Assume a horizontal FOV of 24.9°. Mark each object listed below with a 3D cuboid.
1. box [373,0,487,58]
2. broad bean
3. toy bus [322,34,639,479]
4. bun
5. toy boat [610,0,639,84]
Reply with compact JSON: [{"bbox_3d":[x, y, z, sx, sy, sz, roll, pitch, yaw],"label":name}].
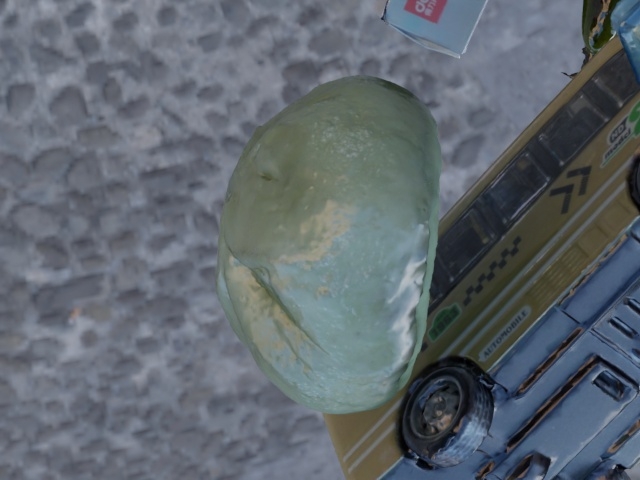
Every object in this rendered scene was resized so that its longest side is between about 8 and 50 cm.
[{"bbox_3d":[0.130,-0.287,1.189,0.079,0.135,0.269,23,102,-6],"label":"box"},{"bbox_3d":[0.190,-0.230,1.041,0.069,0.226,0.039,-8,177,32],"label":"broad bean"},{"bbox_3d":[0.169,0.034,0.947,0.177,0.202,0.365,35,105,-33],"label":"toy bus"},{"bbox_3d":[0.000,0.000,0.824,0.118,0.195,0.195,8,136,-8],"label":"bun"},{"bbox_3d":[0.258,-0.153,0.787,0.238,0.098,0.109,-43,140,-1],"label":"toy boat"}]
